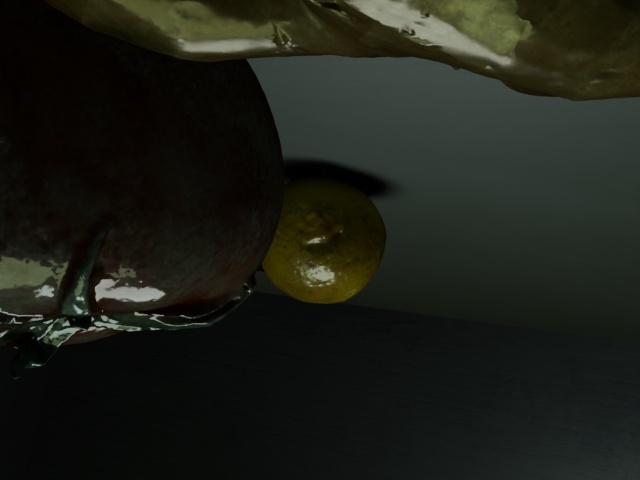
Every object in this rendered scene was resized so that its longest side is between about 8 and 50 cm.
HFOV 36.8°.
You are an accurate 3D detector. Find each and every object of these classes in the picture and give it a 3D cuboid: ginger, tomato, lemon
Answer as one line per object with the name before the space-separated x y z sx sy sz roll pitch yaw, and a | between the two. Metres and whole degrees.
ginger | 0.026 -0.135 0.458 0.348 0.122 0.363 26 155 -31
tomato | -0.184 -0.048 0.683 0.317 0.282 0.316 -7 167 -2
lemon | 0.000 0.000 1.250 0.170 0.169 0.207 12 166 -11

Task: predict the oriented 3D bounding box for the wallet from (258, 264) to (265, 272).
wallet | -0.234 -0.028 1.497 0.191 0.046 0.379 20 -179 -38
